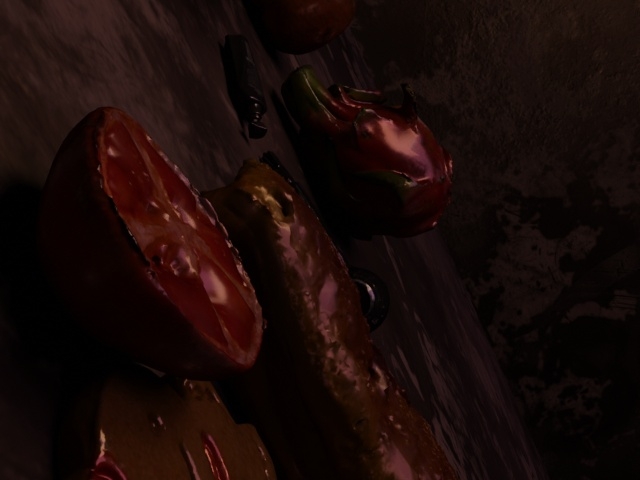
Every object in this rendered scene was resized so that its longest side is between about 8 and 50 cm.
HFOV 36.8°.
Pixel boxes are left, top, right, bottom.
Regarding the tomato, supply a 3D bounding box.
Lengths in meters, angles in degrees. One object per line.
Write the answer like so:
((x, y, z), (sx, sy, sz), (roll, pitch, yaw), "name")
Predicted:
((-0.093, 0.013, 0.487), (0.155, 0.069, 0.155), (56, 10, -16), "tomato")

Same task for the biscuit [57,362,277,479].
((-0.063, 0.133, 0.492), (0.225, 0.036, 0.166), (48, 23, -58), "biscuit")

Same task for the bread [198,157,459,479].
((0.017, 0.117, 0.716), (0.380, 0.109, 0.185), (64, 12, -9), "bread")

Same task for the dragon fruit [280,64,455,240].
((0.066, -0.121, 1.268), (0.269, 0.198, 0.200), (54, 22, 4), "dragon fruit")

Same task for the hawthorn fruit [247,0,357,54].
((-0.009, -0.330, 1.329), (0.149, 0.189, 0.149), (-179, -90, -83), "hawthorn fruit")

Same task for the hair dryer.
((0.000, 0.000, 1.018), (0.219, 0.075, 0.195), (60, 1, 5), "hair dryer")

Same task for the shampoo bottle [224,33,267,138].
((-0.079, -0.163, 1.021), (0.048, 0.027, 0.137), (33, 33, -48), "shampoo bottle")
